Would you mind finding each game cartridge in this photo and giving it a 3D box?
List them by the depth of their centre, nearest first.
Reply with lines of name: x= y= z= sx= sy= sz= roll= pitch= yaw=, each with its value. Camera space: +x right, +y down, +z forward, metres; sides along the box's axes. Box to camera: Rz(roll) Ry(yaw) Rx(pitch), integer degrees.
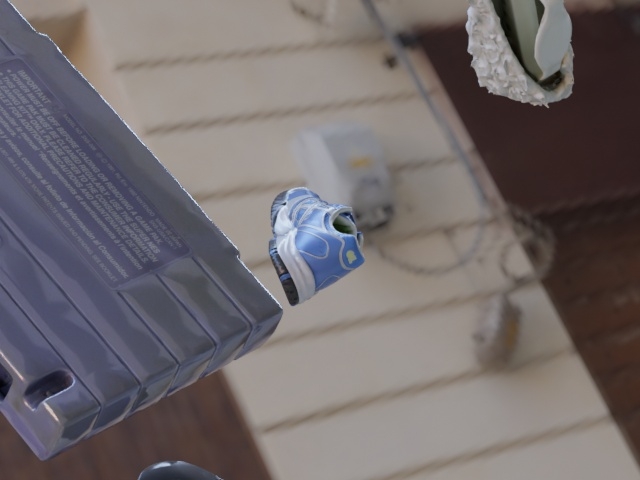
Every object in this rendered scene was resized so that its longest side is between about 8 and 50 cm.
game cartridge: x=-0.214 y=-0.024 z=1.372 sx=0.230 sy=0.355 sz=0.068 roll=-23 pitch=-25 yaw=-47

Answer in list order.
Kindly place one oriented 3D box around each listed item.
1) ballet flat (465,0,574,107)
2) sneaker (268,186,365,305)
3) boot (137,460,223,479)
ballet flat: x=0.228 y=-0.321 z=2.171 sx=0.147 sy=0.147 sz=0.409 roll=-23 pitch=-49 yaw=-7
sneaker: x=0.000 y=0.000 z=1.811 sx=0.081 sy=0.080 sz=0.211 roll=-21 pitch=21 yaw=5
boot: x=-0.047 y=0.292 z=1.312 sx=0.112 sy=0.305 sz=0.115 roll=-18 pitch=-25 yaw=-46
